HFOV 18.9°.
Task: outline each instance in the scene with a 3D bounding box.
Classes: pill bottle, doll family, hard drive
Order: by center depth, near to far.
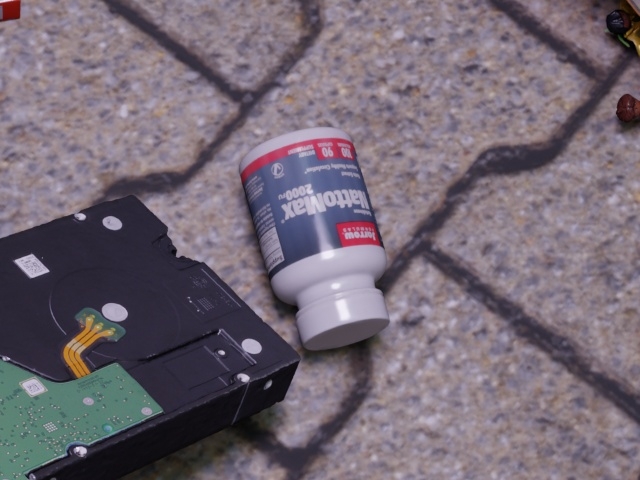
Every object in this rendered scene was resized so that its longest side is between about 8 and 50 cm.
[{"bbox_3d":[-0.213,0.094,1.567,0.237,0.064,0.339,42,40,25],"label":"hard drive"},{"bbox_3d":[0.000,0.000,1.713,0.108,0.108,0.180,-13,73,-13],"label":"pill bottle"},{"bbox_3d":[0.326,-0.184,1.848,0.111,0.076,0.193,-2,65,-30],"label":"doll family"}]

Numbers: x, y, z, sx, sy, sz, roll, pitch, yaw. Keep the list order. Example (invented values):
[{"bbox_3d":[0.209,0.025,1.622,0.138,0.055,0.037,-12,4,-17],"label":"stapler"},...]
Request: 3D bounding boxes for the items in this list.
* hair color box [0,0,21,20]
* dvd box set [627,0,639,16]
[{"bbox_3d":[-0.330,-0.271,1.792,0.072,0.043,0.141,-12,74,-13],"label":"hair color box"},{"bbox_3d":[0.273,-0.416,1.768,0.420,0.062,0.307,46,53,-26],"label":"dvd box set"}]
